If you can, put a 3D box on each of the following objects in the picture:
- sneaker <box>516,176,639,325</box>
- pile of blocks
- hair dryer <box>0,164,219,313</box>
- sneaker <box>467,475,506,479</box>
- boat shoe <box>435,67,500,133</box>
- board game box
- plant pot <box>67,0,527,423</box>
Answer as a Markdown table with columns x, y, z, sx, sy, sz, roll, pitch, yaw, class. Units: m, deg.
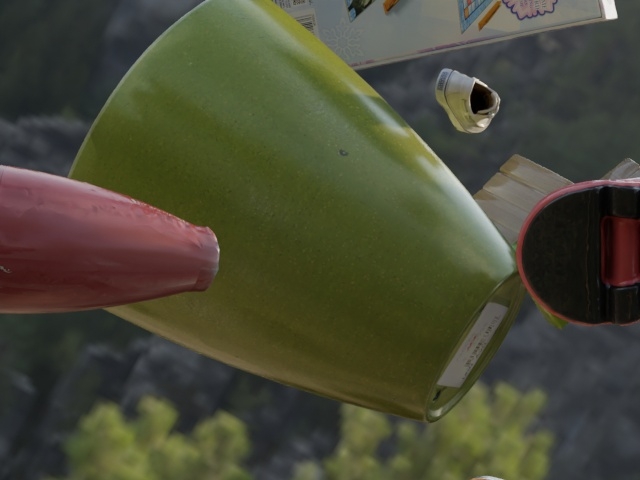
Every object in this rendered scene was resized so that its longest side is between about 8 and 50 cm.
| x | y | z | sx | sy | sz | roll | pitch | yaw | class |
| --- | --- | --- | --- | --- | --- | --- | --- | --- | --- |
| 0.289 | -0.007 | 1.237 | 0.313 | 0.116 | 0.136 | 3 | 11 | 8 | sneaker |
| 0.261 | 0.019 | 1.448 | 0.362 | 0.149 | 0.113 | 0 | -42 | 41 | pile of blocks |
| -0.193 | -0.038 | 1.045 | 0.293 | 0.080 | 0.223 | 24 | 28 | 6 | hair dryer |
| 0.245 | 0.321 | 1.860 | 0.262 | 0.099 | 0.121 | 37 | 12 | 4 | sneaker |
| 0.119 | -0.104 | 1.434 | 0.035 | 0.035 | 0.100 | 15 | -11 | 24 | boat shoe |
| 0.095 | -0.333 | 1.773 | 0.318 | 0.319 | 0.066 | -9 | 4 | 20 | board game box |
| 0.000 | 0.000 | 1.411 | 0.293 | 0.275 | 0.275 | 32 | 12 | 18 | plant pot |
